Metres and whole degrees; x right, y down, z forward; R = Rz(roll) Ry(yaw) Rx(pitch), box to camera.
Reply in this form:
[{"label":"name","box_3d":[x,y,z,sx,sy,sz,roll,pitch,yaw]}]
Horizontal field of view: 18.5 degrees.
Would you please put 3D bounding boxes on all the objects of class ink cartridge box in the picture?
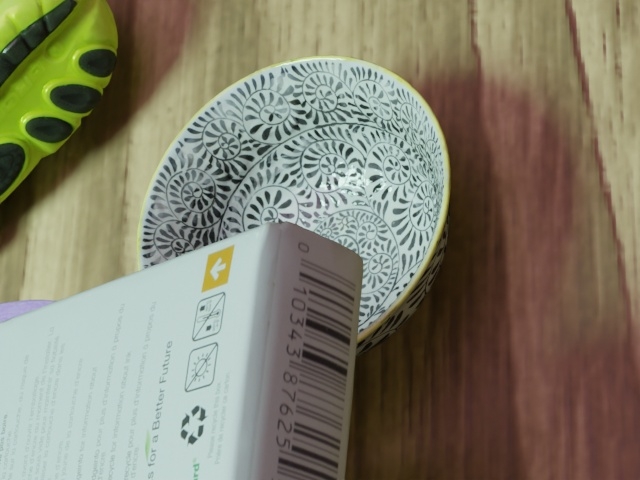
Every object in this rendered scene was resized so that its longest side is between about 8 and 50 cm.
[{"label":"ink cartridge box","box_3d":[-0.114,0.172,0.840,0.307,0.072,0.303,-21,57,47]}]

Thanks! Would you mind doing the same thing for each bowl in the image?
[{"label":"bowl","box_3d":[0.000,0.000,0.985,0.170,0.080,0.170,-11,62,22]}]

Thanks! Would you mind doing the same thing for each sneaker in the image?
[{"label":"sneaker","box_3d":[-0.235,-0.049,1.132,0.295,0.109,0.123,-41,32,6]}]

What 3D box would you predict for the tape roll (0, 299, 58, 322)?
[{"label":"tape roll","box_3d":[-0.146,0.172,0.974,0.275,0.090,0.274,-12,63,23]}]
